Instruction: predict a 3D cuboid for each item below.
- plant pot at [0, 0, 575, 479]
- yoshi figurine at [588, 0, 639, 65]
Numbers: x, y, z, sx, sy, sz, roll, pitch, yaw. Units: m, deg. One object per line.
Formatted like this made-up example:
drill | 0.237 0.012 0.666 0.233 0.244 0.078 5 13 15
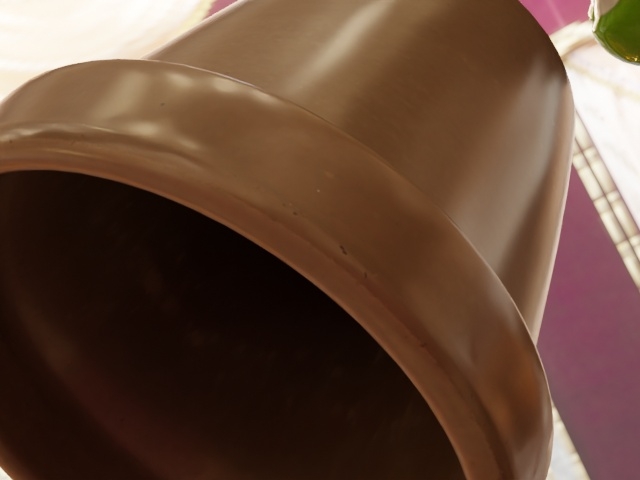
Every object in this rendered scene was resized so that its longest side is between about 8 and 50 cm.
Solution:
plant pot | 0.000 0.000 0.652 0.229 0.263 0.263 -53 1 -39
yoshi figurine | 0.138 -0.262 0.705 0.204 0.203 0.362 -13 -60 -48
